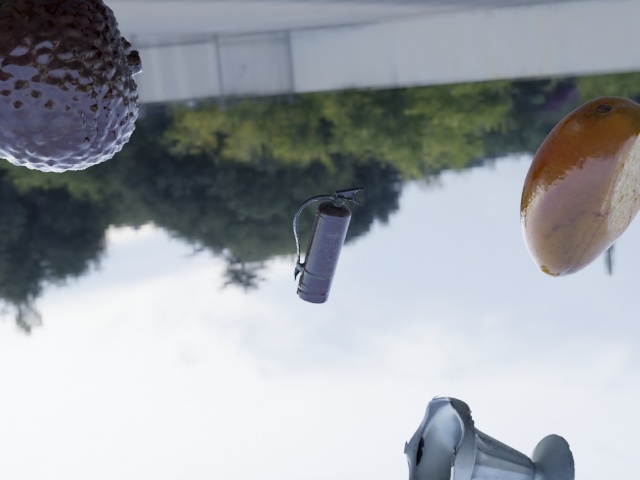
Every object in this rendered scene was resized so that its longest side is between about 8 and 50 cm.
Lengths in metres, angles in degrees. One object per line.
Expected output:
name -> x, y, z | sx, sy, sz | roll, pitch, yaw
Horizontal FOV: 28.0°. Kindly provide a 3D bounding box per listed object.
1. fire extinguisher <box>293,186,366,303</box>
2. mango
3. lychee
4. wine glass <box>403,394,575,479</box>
fire extinguisher -> 0.000, 0.000, 1.589 | 0.078, 0.157, 0.045 | 7, -154, -17
mango -> 0.285, -0.056, 1.387 | 0.141, 0.217, 0.102 | -8, -145, -42
lychee -> -0.354, -0.209, 1.647 | 0.260, 0.260, 0.260 | -5, -172, 1
wine glass -> 0.228, 0.309, 1.742 | 0.196, 0.165, 0.165 | 17, 180, -20
